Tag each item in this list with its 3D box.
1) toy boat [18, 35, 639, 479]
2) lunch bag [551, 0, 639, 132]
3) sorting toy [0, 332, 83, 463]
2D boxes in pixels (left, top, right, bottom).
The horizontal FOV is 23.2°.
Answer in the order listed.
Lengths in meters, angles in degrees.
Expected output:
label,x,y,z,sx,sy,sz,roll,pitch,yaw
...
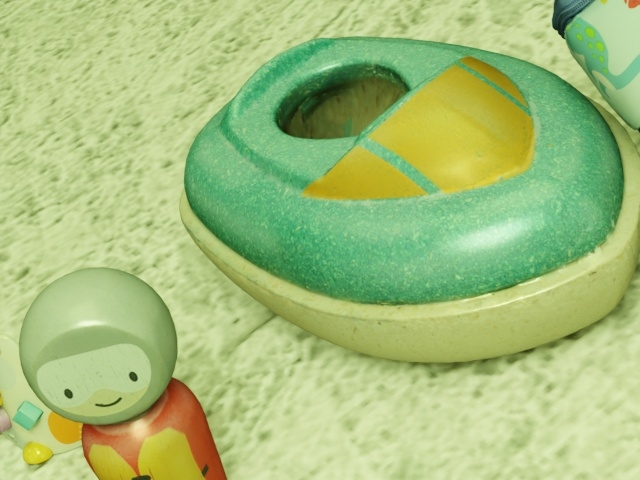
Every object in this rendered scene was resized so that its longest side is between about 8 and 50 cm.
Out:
label,x,y,z,sx,sy,sz,roll,pitch,yaw
toy boat,0.000,0.000,0.746,0.268,0.148,0.318,18,51,42
lunch bag,0.209,-0.140,0.698,0.219,0.090,0.176,-37,-3,11
sorting toy,-0.159,0.068,0.803,0.045,0.075,0.083,-40,38,-24
